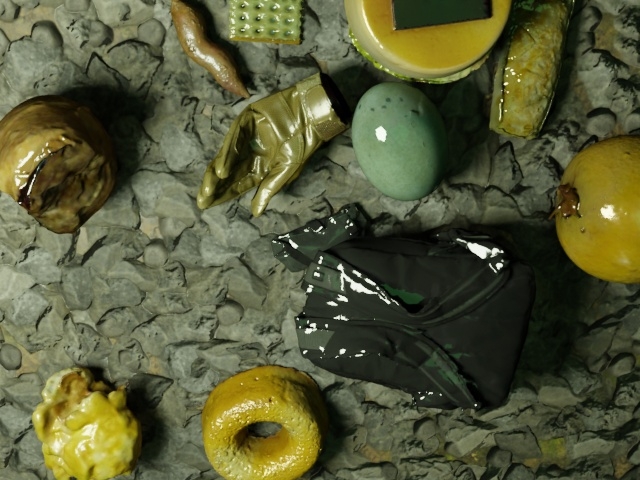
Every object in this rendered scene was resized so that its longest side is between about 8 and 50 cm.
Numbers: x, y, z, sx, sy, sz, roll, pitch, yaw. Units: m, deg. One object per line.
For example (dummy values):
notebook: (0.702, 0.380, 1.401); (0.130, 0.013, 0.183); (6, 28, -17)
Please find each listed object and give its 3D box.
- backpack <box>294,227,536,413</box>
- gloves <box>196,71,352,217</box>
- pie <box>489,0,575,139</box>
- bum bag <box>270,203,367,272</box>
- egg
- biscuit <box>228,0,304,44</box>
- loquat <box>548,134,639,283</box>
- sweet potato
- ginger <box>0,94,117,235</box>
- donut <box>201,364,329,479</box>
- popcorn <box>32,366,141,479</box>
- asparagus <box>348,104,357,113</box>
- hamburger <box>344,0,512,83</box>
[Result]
backpack: (0.173, 0.145, 1.354); (0.445, 0.255, 0.363); (5, 104, -1)
gloves: (-0.096, -0.167, 1.295); (0.331, 0.141, 0.154); (-35, 138, 12)
pie: (0.386, -0.327, 1.308); (0.128, 0.068, 0.282); (7, 103, -5)
bum bag: (0.000, 0.000, 1.403); (0.197, 0.049, 0.087); (-23, 104, 5)
egg: (0.144, -0.176, 1.283); (0.169, 0.169, 0.236); (-23, 133, 5)
biscuit: (-0.094, -0.471, 1.270); (0.139, 0.016, 0.231); (3, 107, -2)
loquat: (0.552, -0.055, 1.296); (0.275, 0.275, 0.275); (-1, 107, -2)
sweet potato: (-0.204, -0.339, 1.287); (0.065, 0.051, 0.218); (-35, 105, 6)
ginger: (-0.467, -0.151, 1.230); (0.223, 0.269, 0.200); (42, 78, 16)
donut: (-0.117, 0.403, 1.494); (0.277, 0.108, 0.277); (-1, 108, -2)
popcorn: (-0.472, 0.376, 1.443); (0.191, 0.190, 0.253); (-18, 98, -28)
asparagus: (0.025, -0.245, 1.342); (0.233, 0.022, 0.023); (1, 152, -5)
hamburger: (0.179, -0.412, 1.214); (0.300, 0.176, 0.300); (0, 107, -1)
